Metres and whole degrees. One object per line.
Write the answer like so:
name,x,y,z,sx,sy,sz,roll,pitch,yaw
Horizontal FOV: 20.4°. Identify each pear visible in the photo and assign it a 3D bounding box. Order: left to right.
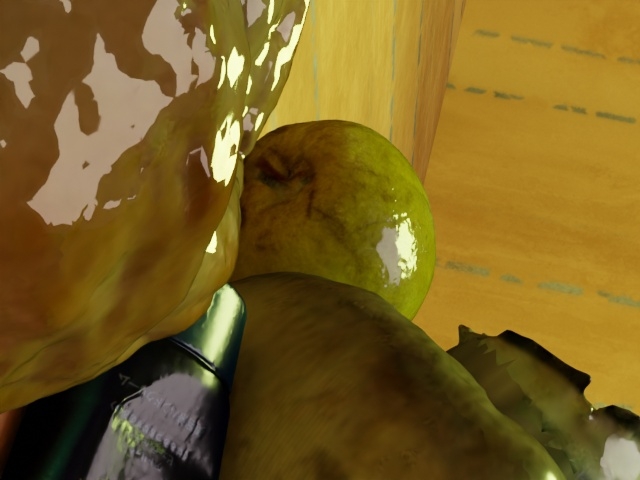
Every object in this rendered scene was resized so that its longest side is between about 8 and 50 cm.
pear,0.000,0.000,1.106,0.162,0.149,0.148,69,31,-59

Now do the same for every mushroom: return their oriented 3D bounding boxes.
mushroom,0.046,0.164,0.925,0.260,0.352,0.352,-48,166,-11

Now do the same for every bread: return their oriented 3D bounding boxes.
bread,-0.070,-0.067,0.409,0.244,0.134,0.244,9,90,-85

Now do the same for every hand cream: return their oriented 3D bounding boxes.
hand cream,-0.098,0.130,0.743,0.120,0.061,0.270,37,55,-34
